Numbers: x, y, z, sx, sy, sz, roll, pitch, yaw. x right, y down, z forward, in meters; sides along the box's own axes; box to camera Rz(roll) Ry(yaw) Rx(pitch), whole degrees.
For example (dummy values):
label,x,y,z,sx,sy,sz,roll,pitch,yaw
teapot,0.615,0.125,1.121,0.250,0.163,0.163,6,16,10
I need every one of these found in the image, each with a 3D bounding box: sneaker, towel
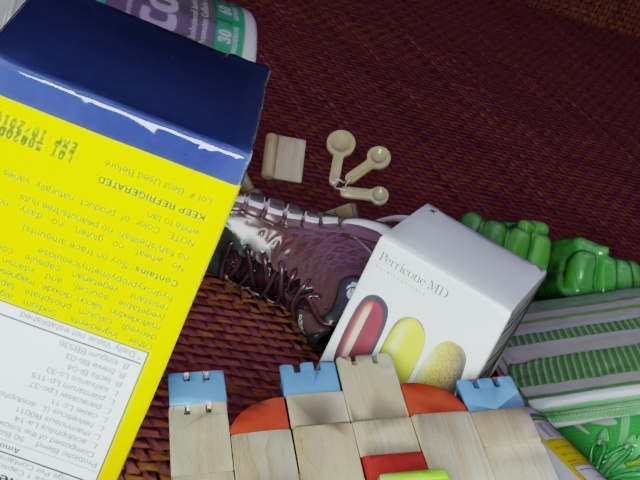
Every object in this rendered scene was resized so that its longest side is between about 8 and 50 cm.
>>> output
label,x,y,z,sx,sy,sz,roll,pitch,yaw
sneaker,0.319,0.246,1.349,0.123,0.109,0.295,6,29,-36
towel,0.305,0.123,1.473,0.248,0.038,0.325,-9,14,-4
sneaker,-0.042,0.043,1.443,0.281,0.106,0.162,6,49,-7

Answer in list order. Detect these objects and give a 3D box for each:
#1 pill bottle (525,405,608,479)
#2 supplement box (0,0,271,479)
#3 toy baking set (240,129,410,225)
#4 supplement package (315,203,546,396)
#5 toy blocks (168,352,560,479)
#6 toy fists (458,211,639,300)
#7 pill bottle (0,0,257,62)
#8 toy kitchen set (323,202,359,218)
label,x,y,z,sx,sy,sz,roll,pitch,yaw
pill bottle,0.220,0.259,1.220,0.117,0.117,0.208,1,33,-42
supplement box,-0.196,0.015,1.031,0.194,0.356,0.195,22,24,-8
toy baking set,0.013,-0.031,1.574,0.197,0.030,0.256,-17,68,-11
supplement package,0.084,0.111,1.237,0.139,0.244,0.134,30,24,13
toy blocks,0.027,0.191,1.066,0.381,0.190,0.261,-4,27,-5
toy fists,0.285,0.031,1.712,0.279,0.096,0.142,19,-1,-15
pill bottle,-0.279,-0.246,1.677,0.361,0.204,0.204,14,26,-22
toy kitchen set,0.000,0.000,1.601,0.075,0.083,0.068,-6,79,-59
